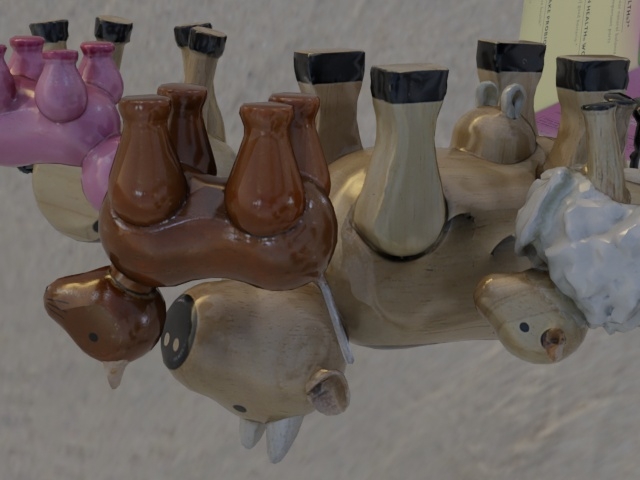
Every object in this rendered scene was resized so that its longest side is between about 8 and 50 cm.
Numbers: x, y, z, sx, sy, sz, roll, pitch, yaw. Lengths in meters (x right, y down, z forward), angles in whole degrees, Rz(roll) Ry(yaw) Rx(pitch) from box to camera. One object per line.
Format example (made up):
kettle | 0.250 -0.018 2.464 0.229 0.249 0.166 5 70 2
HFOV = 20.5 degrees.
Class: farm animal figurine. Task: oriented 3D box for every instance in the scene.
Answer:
farm animal figurine | 0.000 0.000 0.793 0.326 0.330 0.172 -2 104 -11

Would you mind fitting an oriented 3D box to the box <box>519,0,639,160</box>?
box | 0.255 -0.194 1.268 0.117 0.243 0.214 14 75 -21
